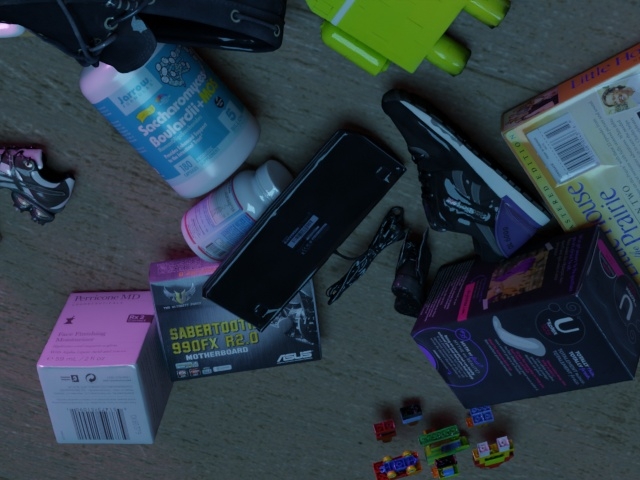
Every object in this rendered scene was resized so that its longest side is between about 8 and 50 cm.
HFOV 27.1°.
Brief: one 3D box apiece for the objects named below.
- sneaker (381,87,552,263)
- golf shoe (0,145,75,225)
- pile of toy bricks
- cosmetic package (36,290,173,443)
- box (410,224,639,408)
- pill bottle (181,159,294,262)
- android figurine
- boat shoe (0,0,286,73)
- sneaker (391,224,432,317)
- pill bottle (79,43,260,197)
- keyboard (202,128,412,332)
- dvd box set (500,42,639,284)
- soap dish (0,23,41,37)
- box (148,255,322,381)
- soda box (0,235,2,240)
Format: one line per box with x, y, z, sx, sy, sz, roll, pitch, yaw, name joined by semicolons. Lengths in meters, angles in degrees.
0.168;-0.076;1.750;0.283;0.107;0.124;40;102;-15;sneaker
-0.437;-0.109;1.864;0.198;0.077;0.094;32;112;-25;golf shoe
0.182;0.318;2.041;0.212;0.118;0.105;-14;149;-1;pile of toy bricks
-0.309;0.186;1.964;0.151;0.183;0.151;-2;123;8;cosmetic package
0.287;0.109;1.809;0.270;0.143;0.165;-16;122;39;box
-0.111;-0.043;1.844;0.160;0.087;0.087;-34;112;25;pill bottle
0.092;-0.322;1.652;0.273;0.056;0.248;30;122;-11;android figurine
-0.249;-0.271;1.528;0.500;0.187;0.156;-8;95;-31;boat shoe
0.134;0.047;1.880;0.051;0.089;0.170;12;162;14;sneaker
-0.211;-0.191;1.728;0.146;0.146;0.264;-33;113;26;pill bottle
0.000;0.000;1.836;0.201;0.033;0.317;34;105;-32;keyboard
0.489;-0.129;1.715;0.420;0.062;0.307;-28;115;23;dvd box set
-0.477;-0.365;1.642;0.291;0.118;0.229;3;126;20;soap dish
-0.121;0.104;1.932;0.231;0.056;0.183;-8;123;-2;box
-0.526;-0.056;1.912;0.058;0.061;0.181;-8;121;14;soda box
